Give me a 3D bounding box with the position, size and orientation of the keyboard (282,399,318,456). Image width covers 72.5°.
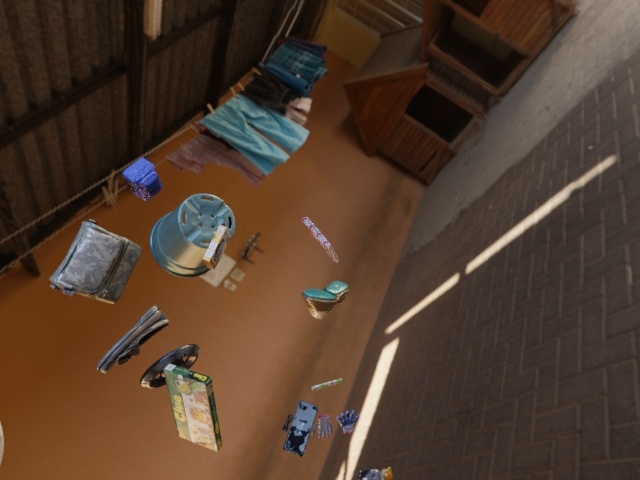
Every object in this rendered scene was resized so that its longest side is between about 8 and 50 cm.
[{"bbox_3d":[-0.083,0.681,1.599,0.023,0.108,0.180,70,-143,-58],"label":"keyboard"}]

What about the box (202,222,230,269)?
[{"bbox_3d":[-0.312,0.015,1.330,0.081,0.028,0.136,96,-163,-68],"label":"box"}]

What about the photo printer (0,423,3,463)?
[{"bbox_3d":[-0.958,0.533,1.060,0.107,0.307,0.256,39,115,62],"label":"photo printer"}]

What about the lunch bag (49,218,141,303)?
[{"bbox_3d":[-0.945,0.094,1.823,0.256,0.212,0.305,47,-120,-56],"label":"lunch bag"}]

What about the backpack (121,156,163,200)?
[{"bbox_3d":[-0.565,-0.184,1.408,0.098,0.101,0.120,-43,-18,-25],"label":"backpack"}]

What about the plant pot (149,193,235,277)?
[{"bbox_3d":[-0.563,-0.036,1.984,0.334,0.341,0.341,-31,21,52],"label":"plant pot"}]

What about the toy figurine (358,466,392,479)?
[{"bbox_3d":[0.204,0.959,1.593,0.148,0.210,0.213,-15,-10,25],"label":"toy figurine"}]

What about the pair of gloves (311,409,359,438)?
[{"bbox_3d":[0.059,0.740,1.752,0.023,0.198,0.159,-110,13,-53],"label":"pair of gloves"}]

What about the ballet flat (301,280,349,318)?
[{"bbox_3d":[0.015,0.251,1.793,0.342,0.116,0.124,-10,-61,-66],"label":"ballet flat"}]

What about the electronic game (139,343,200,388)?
[{"bbox_3d":[-0.534,0.449,1.562,0.229,0.048,0.229,-35,-21,-15],"label":"electronic game"}]

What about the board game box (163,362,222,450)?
[{"bbox_3d":[-0.339,0.450,1.169,0.030,0.136,0.260,-46,-38,-54],"label":"board game box"}]

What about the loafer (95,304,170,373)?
[{"bbox_3d":[-0.588,0.323,1.395,0.096,0.084,0.267,-40,11,45],"label":"loafer"}]

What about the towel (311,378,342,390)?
[{"bbox_3d":[0.032,0.712,2.144,0.152,0.023,0.113,-14,-22,-5],"label":"towel"}]

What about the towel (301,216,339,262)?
[{"bbox_3d":[0.000,0.000,1.783,0.029,0.197,0.144,-38,-35,-4],"label":"towel"}]
